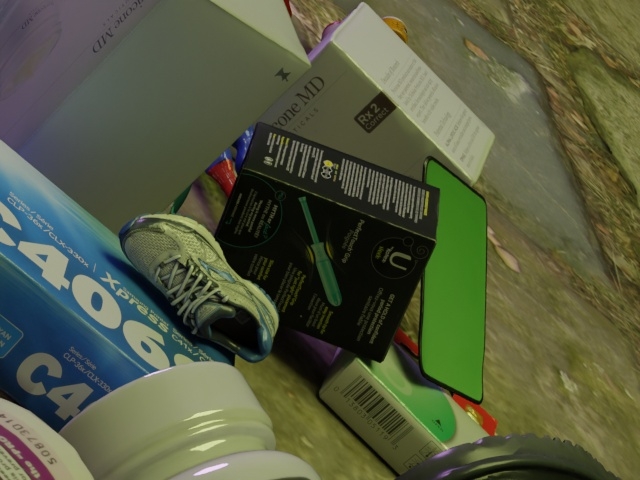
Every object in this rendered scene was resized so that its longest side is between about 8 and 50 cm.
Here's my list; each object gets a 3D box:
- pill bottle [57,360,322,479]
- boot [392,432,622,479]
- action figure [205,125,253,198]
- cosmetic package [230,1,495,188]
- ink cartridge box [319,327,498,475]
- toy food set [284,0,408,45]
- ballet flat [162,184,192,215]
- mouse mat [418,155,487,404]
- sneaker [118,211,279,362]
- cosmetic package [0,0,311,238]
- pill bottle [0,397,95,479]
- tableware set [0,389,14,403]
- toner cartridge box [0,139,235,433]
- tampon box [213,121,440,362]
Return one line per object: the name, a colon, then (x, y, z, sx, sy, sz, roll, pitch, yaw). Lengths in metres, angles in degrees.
pill bottle: (-0.042, 0.221, 1.089, 0.161, 0.161, 0.283, 12, 42, -55)
boot: (0.241, 0.374, 1.406, 0.367, 0.146, 0.445, 20, 39, -45)
action figure: (-0.074, -0.146, 1.690, 0.091, 0.139, 0.280, 21, 25, -48)
cosmetic package: (0.039, -0.092, 1.790, 0.183, 0.151, 0.151, 44, 23, -6)
ink cartridge box: (0.094, 0.131, 1.646, 0.181, 0.056, 0.225, 44, 24, -7)
toy food set: (-0.011, -0.273, 2.058, 0.232, 0.111, 0.104, 37, 24, -17)
ballet flat: (-0.129, -0.030, 1.534, 0.041, 0.041, 0.114, 43, 21, -10)
mouse mat: (0.113, 0.036, 1.647, 0.152, 0.007, 0.190, 32, 59, -61)
sneaker: (-0.077, 0.033, 1.291, 0.135, 0.052, 0.058, 38, 20, -23)
cosmetic package: (-0.152, -0.151, 1.446, 0.138, 0.224, 0.225, 28, 28, -40)
pill bottle: (-0.227, 0.172, 0.836, 0.169, 0.169, 0.301, 51, 22, 9)
tableware set: (-0.195, 0.135, 1.154, 0.141, 0.020, 0.169, 44, 22, -8)
toner cartridge box: (-0.206, 0.011, 1.248, 0.348, 0.075, 0.165, 40, 14, -16)
tampon box: (0.000, 0.000, 1.541, 0.161, 0.120, 0.101, 21, 26, -4)
